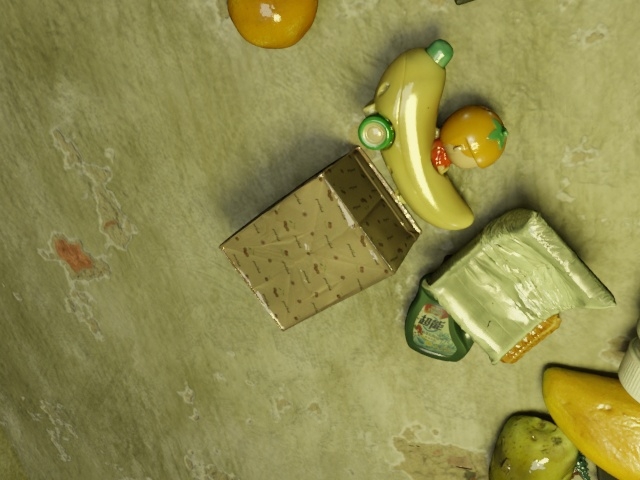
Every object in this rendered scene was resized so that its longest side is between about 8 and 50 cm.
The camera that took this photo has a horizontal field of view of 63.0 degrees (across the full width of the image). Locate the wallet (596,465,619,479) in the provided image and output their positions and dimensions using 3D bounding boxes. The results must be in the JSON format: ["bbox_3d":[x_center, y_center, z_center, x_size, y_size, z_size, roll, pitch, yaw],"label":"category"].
[{"bbox_3d":[0.733,0.445,1.008,0.378,0.051,0.197,-4,112,26],"label":"wallet"}]

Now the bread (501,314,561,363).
[{"bbox_3d":[0.403,0.188,1.024,0.052,0.044,0.157,33,124,-2],"label":"bread"}]

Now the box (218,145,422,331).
[{"bbox_3d":[0.000,0.000,1.021,0.297,0.190,0.225,-33,97,32],"label":"box"}]

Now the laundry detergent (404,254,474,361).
[{"bbox_3d":[0.254,0.132,1.045,0.144,0.078,0.221,17,118,13],"label":"laundry detergent"}]

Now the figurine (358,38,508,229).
[{"bbox_3d":[0.204,-0.167,0.895,0.222,0.124,0.324,-17,110,26],"label":"figurine"}]

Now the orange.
[{"bbox_3d":[-0.078,-0.399,0.885,0.159,0.158,0.136,-3,157,25],"label":"orange"}]

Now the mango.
[{"bbox_3d":[0.561,0.349,0.976,0.317,0.119,0.176,31,110,27],"label":"mango"}]

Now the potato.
[{"bbox_3d":[0.426,0.499,1.103,0.160,0.111,0.271,27,129,34],"label":"potato"}]

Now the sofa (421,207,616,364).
[{"bbox_3d":[0.326,0.084,0.894,0.225,0.176,0.210,-41,93,7],"label":"sofa"}]

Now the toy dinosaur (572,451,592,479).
[{"bbox_3d":[0.532,0.467,1.093,0.154,0.049,0.055,49,133,17],"label":"toy dinosaur"}]

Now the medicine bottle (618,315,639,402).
[{"bbox_3d":[0.610,0.145,0.845,0.165,0.165,0.273,17,121,15],"label":"medicine bottle"}]

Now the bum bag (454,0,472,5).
[{"bbox_3d":[0.203,-0.460,0.787,0.087,0.049,0.197,-20,106,35],"label":"bum bag"}]
